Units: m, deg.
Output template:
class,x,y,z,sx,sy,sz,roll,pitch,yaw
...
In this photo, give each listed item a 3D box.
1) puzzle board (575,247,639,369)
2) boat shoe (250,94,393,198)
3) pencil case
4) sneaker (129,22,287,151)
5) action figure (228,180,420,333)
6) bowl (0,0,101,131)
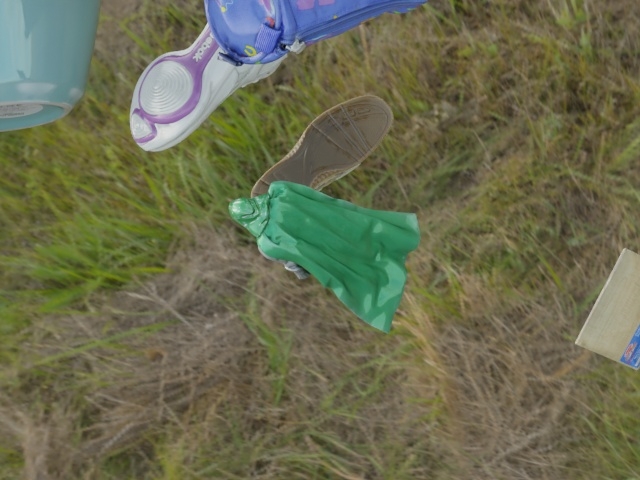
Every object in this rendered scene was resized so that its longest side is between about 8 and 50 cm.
class,x,y,z,sx,sy,sz,roll,pitch,yaw
puzzle board,0.370,0.083,1.180,0.128,0.096,0.011,-64,20,8
boat shoe,0.002,-0.145,1.671,0.285,0.089,0.105,-36,91,14
pencil case,0.008,-0.288,1.117,0.133,0.306,0.119,53,139,10
sneaker,-0.123,-0.222,1.295,0.305,0.152,0.114,-44,64,17
action figure,0.000,0.000,1.017,0.063,0.232,0.137,-5,68,46
bowl,-0.445,-0.246,1.353,0.311,0.311,0.163,-10,87,20
